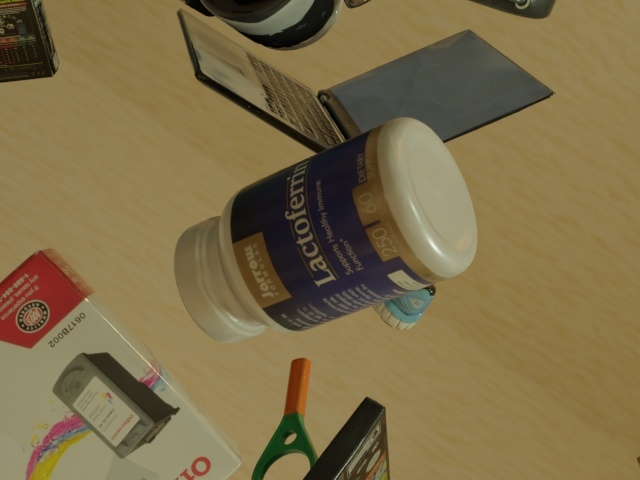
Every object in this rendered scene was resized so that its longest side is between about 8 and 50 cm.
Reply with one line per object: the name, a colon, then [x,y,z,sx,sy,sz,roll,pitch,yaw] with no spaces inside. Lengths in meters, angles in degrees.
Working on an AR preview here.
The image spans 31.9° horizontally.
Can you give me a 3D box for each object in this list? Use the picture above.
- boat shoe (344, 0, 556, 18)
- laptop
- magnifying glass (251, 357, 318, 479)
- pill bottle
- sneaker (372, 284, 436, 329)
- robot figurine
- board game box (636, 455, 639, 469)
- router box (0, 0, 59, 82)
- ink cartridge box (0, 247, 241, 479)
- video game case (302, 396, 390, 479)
boat shoe: [0.016,-0.316,1.131,0.187,0.500,0.156,-49,147,-63]
laptop: [0.041,-0.263,1.560,0.236,0.408,0.382,-55,-158,13]
magnifying glass: [-0.037,0.250,1.452,0.092,0.026,0.231,-15,-136,22]
pill bottle: [0.000,0.000,1.057,0.265,0.153,0.153,-23,-162,28]
sneaker: [0.064,0.016,1.210,0.073,0.162,0.063,-45,173,25]
robot figurine: [-0.070,-0.356,1.499,0.173,0.209,0.278,-62,163,5]
board game box: [0.611,0.383,1.873,0.141,0.048,0.170,-27,142,3]
router box: [-0.336,-0.207,1.131,0.038,0.122,0.092,-90,174,-56]
ink cartridge box: [-0.263,0.191,1.169,0.226,0.306,0.131,-44,-178,-6]
video game case: [-0.004,0.353,1.353,0.275,0.035,0.248,-50,154,-26]
